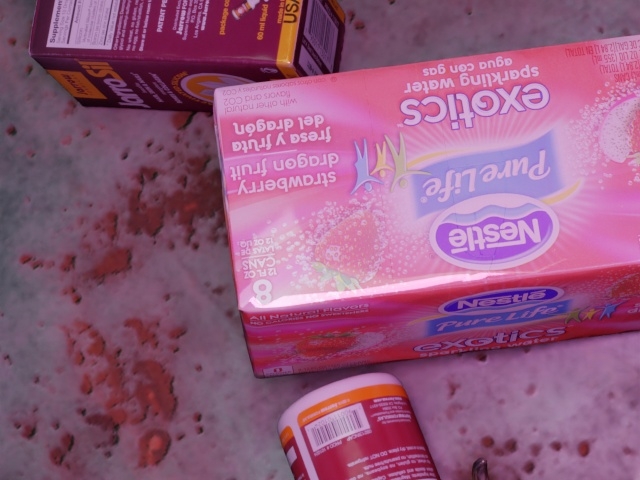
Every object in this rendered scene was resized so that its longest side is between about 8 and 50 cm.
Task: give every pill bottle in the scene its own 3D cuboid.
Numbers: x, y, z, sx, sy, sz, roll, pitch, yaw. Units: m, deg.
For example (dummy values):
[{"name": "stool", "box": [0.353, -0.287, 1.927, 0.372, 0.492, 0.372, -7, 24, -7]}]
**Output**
[{"name": "pill bottle", "box": [0.036, 0.165, 1.107, 0.086, 0.086, 0.152, -24, 69, 7]}]

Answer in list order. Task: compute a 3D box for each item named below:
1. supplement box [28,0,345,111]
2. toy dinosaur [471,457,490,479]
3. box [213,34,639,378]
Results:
[{"name": "supplement box", "box": [-0.089, -0.140, 1.225, 0.188, 0.104, 0.081, 4, 75, 17]}, {"name": "toy dinosaur", "box": [0.184, 0.211, 0.986, 0.295, 0.127, 0.200, -14, 96, 42]}, {"name": "box", "box": [0.094, -0.019, 1.081, 0.299, 0.154, 0.142, -7, 71, -1]}]
